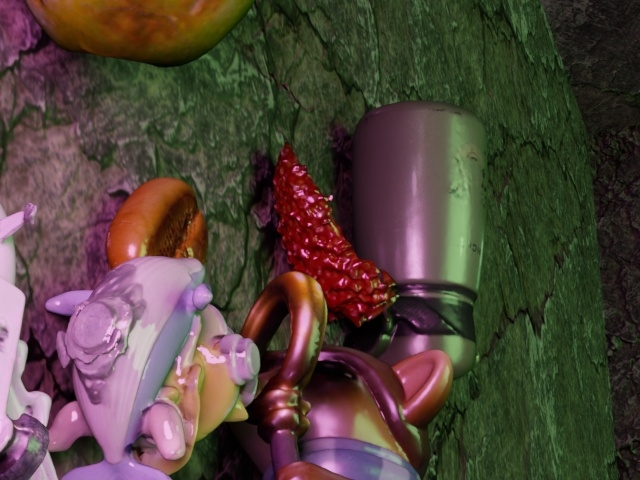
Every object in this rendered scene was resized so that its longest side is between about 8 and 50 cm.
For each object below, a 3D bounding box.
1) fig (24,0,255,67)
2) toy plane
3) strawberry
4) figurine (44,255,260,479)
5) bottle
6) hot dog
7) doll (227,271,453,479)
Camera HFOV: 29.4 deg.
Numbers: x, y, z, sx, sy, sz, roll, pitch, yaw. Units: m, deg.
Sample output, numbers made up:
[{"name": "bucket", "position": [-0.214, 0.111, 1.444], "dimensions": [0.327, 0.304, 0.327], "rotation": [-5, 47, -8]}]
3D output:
[{"name": "fig", "position": [-0.128, -0.244, 0.929], "dimensions": [0.275, 0.206, 0.206], "rotation": [-85, 159, -71]}, {"name": "toy plane", "position": [-0.202, 0.067, 0.655], "dimensions": [0.251, 0.101, 0.255], "rotation": [45, 38, -38]}, {"name": "strawberry", "position": [-0.003, 0.005, 1.279], "dimensions": [0.208, 0.087, 0.167], "rotation": [53, 1, 0]}, {"name": "figurine", "position": [-0.117, 0.099, 0.848], "dimensions": [0.184, 0.128, 0.208], "rotation": [58, 37, -51]}, {"name": "bottle", "position": [0.118, 0.014, 1.463], "dimensions": [0.168, 0.168, 0.347], "rotation": [39, 50, -61]}, {"name": "hot dog", "position": [-0.129, -0.003, 0.958], "dimensions": [0.140, 0.060, 0.090], "rotation": [-63, 141, -45]}, {"name": "doll", "position": [-0.013, 0.227, 0.997], "dimensions": [0.339, 0.209, 0.318], "rotation": [-74, 180, -47]}]
